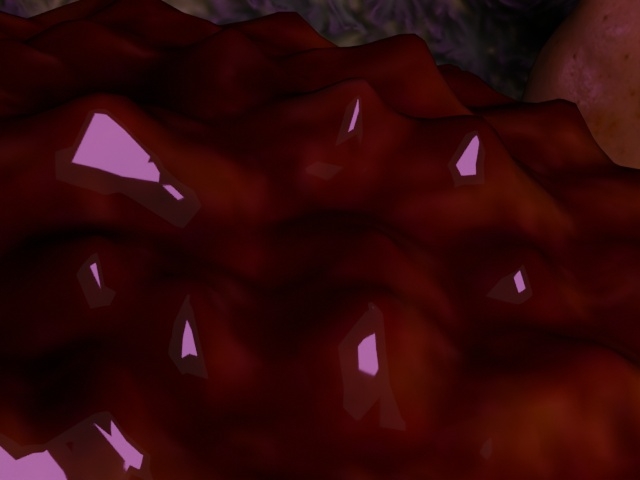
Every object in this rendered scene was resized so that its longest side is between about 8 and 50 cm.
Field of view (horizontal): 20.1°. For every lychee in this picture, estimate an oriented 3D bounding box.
[{"bbox_3d":[-0.029,0.156,0.471,0.500,0.424,0.425,32,72,-3],"label":"lychee"}]

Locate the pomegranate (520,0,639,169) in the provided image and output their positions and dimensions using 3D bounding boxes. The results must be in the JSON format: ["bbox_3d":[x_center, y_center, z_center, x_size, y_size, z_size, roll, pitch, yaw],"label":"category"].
[{"bbox_3d":[0.174,-0.031,0.679,0.207,0.207,0.207,3,78,-15],"label":"pomegranate"}]
